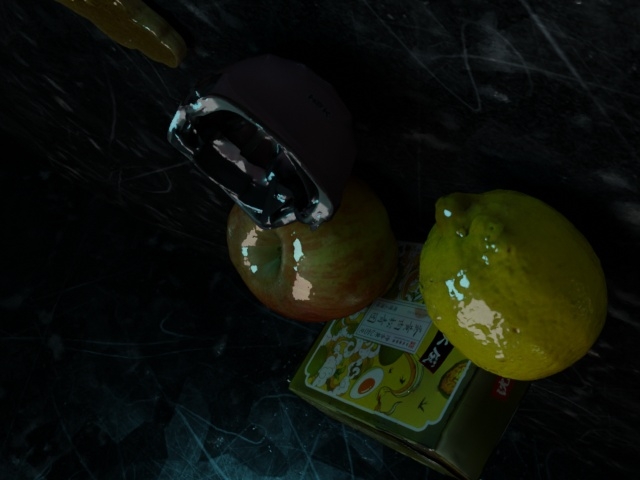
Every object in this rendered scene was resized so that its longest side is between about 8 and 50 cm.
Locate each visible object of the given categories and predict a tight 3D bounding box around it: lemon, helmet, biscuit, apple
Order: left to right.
[{"bbox_3d":[-0.358,-0.391,1.393,0.320,0.047,0.183,26,162,23],"label":"biscuit"},{"bbox_3d":[-0.060,-0.160,1.237,0.271,0.197,0.338,44,157,-13],"label":"helmet"},{"bbox_3d":[0.000,0.000,1.519,0.302,0.301,0.301,30,165,9],"label":"apple"},{"bbox_3d":[0.267,0.059,1.185,0.320,0.245,0.245,48,161,-18],"label":"lemon"}]

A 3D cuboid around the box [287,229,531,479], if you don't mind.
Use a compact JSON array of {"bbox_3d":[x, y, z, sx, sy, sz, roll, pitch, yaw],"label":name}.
[{"bbox_3d":[0.183,0.181,1.493,0.138,0.373,0.420,43,162,-31],"label":"box"}]
